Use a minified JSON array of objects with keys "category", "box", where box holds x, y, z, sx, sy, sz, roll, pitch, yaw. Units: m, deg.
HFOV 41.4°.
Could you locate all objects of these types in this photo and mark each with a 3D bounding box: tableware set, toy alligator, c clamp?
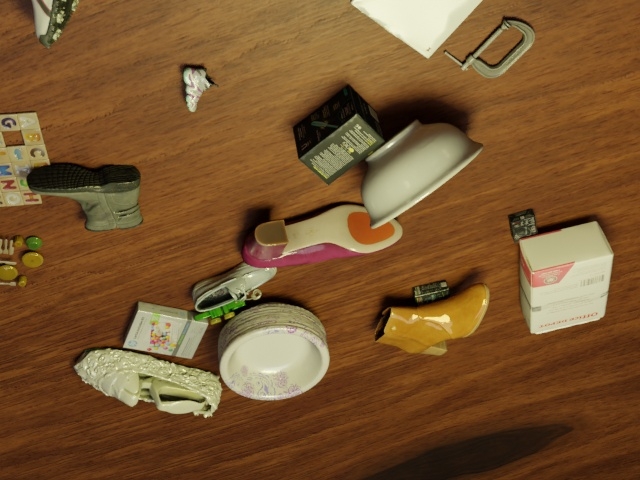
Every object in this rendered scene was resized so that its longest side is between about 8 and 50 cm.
[{"category":"tableware set","box":[-0.703,0.047,1.979,0.104,0.024,0.154,5,130,-19]},{"category":"toy alligator","box":[-0.230,0.167,2.154,0.189,0.056,0.051,-22,174,9]},{"category":"c clamp","box":[0.360,-0.400,1.756,0.160,0.022,0.137,-39,126,25]}]

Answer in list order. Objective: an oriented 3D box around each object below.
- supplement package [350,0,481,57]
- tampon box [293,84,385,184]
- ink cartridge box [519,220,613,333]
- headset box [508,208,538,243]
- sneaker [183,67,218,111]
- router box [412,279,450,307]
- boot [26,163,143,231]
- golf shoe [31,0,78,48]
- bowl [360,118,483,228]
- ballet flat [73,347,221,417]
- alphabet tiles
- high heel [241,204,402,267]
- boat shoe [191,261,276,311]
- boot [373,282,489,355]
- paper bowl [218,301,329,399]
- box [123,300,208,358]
[{"category":"supplement package","box":[0.155,-0.479,1.526,0.194,0.203,0.149,27,123,-30]},{"category":"tampon box","box":[0.038,-0.222,1.794,0.161,0.120,0.101,-35,127,21]},{"category":"ink cartridge box","box":[0.622,0.101,2.173,0.207,0.117,0.283,-14,141,2]},{"category":"headset box","box":[0.506,-0.033,2.109,0.062,0.032,0.083,-17,133,6]},{"category":"sneaker","box":[-0.241,-0.307,1.724,0.069,0.038,0.098,-5,133,-5]},{"category":"router box","box":[0.298,0.166,2.250,0.092,0.038,0.122,-13,132,2]},{"category":"boot","box":[-0.511,-0.080,1.852,0.246,0.083,0.161,-1,133,-15]},{"category":"golf shoe","box":[-0.489,-0.480,1.499,0.120,0.105,0.273,16,123,-3]},{"category":"bowl","box":[0.190,-0.165,1.810,0.298,0.298,0.134,-35,95,21]},{"category":"ballet flat","box":[-0.451,0.386,2.257,0.408,0.147,0.147,14,128,-20]},{"category":"alphabet tiles","box":[-0.677,-0.166,1.797,0.198,0.009,0.237,-5,132,-5]},{"category":"high heel","box":[0.000,0.000,2.031,0.377,0.127,0.181,1,161,-16]},{"category":"boat shoe","box":[-0.211,0.119,2.088,0.227,0.081,0.079,-21,132,10]},{"category":"boot","box":[0.278,0.196,2.176,0.211,0.104,0.295,15,132,-21]},{"category":"paper bowl","box":[-0.124,0.273,2.199,0.284,0.148,0.284,-5,133,-5]},{"category":"box","box":[-0.400,0.233,2.190,0.186,0.038,0.145,15,128,-20]}]
